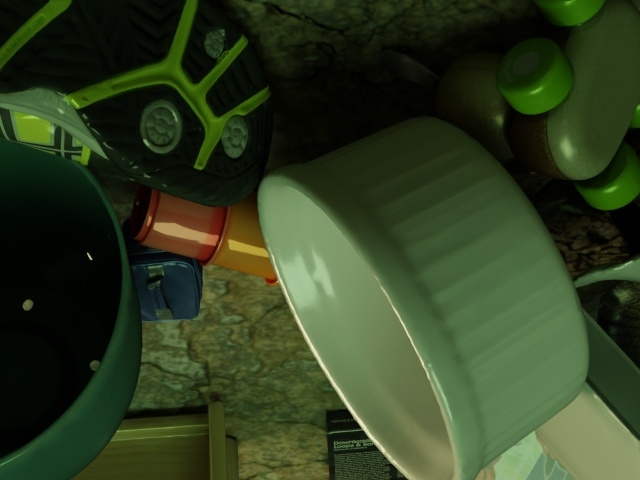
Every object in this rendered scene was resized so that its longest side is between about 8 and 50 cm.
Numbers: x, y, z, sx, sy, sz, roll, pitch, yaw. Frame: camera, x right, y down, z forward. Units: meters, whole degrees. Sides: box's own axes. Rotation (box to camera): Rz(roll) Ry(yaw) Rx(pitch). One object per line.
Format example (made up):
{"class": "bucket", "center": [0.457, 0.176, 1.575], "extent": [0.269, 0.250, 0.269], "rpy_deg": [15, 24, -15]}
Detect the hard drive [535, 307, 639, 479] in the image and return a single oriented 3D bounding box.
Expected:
{"class": "hard drive", "center": [0.233, 0.154, 1.378], "extent": [0.040, 0.203, 0.307], "rpy_deg": [-35, 147, -7]}

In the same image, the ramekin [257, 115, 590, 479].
{"class": "ramekin", "center": [0.079, 0.042, 1.237], "extent": [0.135, 0.277, 0.277], "rpy_deg": [-29, 146, -15]}

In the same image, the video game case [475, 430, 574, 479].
{"class": "video game case", "center": [0.180, 0.173, 1.582], "extent": [0.183, 0.023, 0.201], "rpy_deg": [-28, 108, 14]}

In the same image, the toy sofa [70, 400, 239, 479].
{"class": "toy sofa", "center": [-0.262, 0.273, 1.660], "extent": [0.362, 0.150, 0.177], "rpy_deg": [-4, 148, -2]}

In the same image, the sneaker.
{"class": "sneaker", "center": [-0.191, -0.131, 1.172], "extent": [0.385, 0.145, 0.147], "rpy_deg": [26, 165, -40]}

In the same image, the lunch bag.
{"class": "lunch bag", "center": [-0.136, 0.026, 1.413], "extent": [0.067, 0.065, 0.098], "rpy_deg": [-6, 144, 0]}

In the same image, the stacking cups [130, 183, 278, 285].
{"class": "stacking cups", "center": [0.000, 0.000, 1.387], "extent": [0.316, 0.096, 0.096], "rpy_deg": [16, 138, -21]}

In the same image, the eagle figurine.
{"class": "eagle figurine", "center": [0.319, 0.026, 1.347], "extent": [0.225, 0.226, 0.298], "rpy_deg": [-40, 109, -6]}

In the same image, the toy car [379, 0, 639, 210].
{"class": "toy car", "center": [0.143, -0.117, 1.242], "extent": [0.188, 0.149, 0.155], "rpy_deg": [4, 151, 40]}

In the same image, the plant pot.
{"class": "plant pot", "center": [-0.273, 0.081, 1.303], "extent": [0.293, 0.293, 0.235], "rpy_deg": [-8, 157, 3]}

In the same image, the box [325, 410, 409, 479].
{"class": "box", "center": [0.065, 0.228, 1.741], "extent": [0.116, 0.029, 0.162], "rpy_deg": [-5, 145, -2]}
